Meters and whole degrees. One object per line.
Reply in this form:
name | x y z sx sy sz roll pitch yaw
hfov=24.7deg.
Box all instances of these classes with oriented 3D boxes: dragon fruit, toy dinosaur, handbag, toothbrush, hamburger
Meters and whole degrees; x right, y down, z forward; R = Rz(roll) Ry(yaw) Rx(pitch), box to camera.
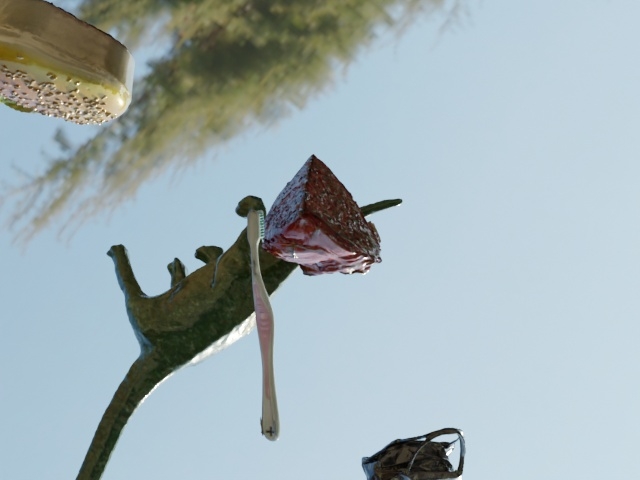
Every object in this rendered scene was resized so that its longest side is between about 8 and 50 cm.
dragon fruit | 0.000 0.000 1.367 0.106 0.083 0.162 40 -165 -14
toy dinosaur | -0.110 0.109 1.404 0.087 0.447 0.301 60 -168 -46
handbag | 0.126 0.260 1.742 0.115 0.139 0.072 9 -134 -25
toothbrush | -0.049 0.074 1.238 0.022 0.017 0.204 -21 -70 -57
hamburger | -0.313 -0.200 1.651 0.210 0.173 0.116 27 -98 -27
